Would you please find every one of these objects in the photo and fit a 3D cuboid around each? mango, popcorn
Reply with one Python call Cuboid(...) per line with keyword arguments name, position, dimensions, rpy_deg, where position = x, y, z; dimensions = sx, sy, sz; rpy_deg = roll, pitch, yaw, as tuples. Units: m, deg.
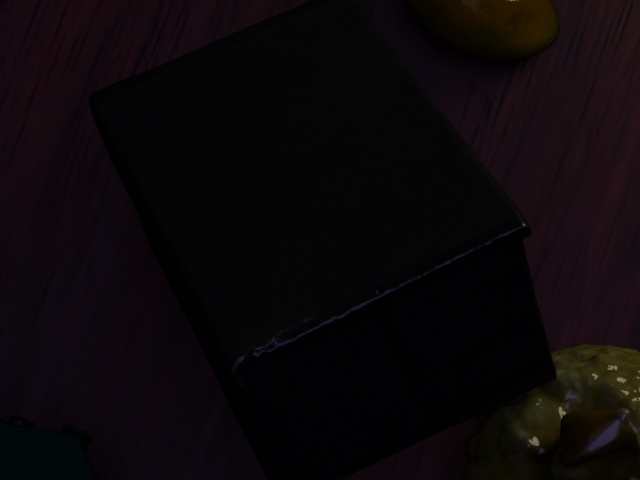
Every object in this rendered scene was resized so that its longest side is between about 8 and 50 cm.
Cuboid(name="mango", position=(0.140, -0.225, 1.661), dimensions=(0.111, 0.089, 0.163), rpy_deg=(-40, 91, -8))
Cuboid(name="popcorn", position=(0.245, 0.214, 1.512), dimensions=(0.224, 0.258, 0.270), rpy_deg=(-38, 126, -11))

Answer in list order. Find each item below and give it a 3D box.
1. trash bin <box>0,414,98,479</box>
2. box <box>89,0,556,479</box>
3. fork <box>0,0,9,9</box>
Cuboid(name="trash bin", position=(-0.257, 0.348, 1.413), dimensions=(0.295, 0.259, 0.381), rpy_deg=(-44, 50, 25))
Cuboid(name="box", position=(0.000, -0.001, 1.487), dimensions=(0.251, 0.204, 0.345), rpy_deg=(-25, 47, -6))
Cuboid(name="fork", position=(-0.346, -0.219, 1.695), dimensions=(0.115, 0.012, 0.016), rpy_deg=(-4, 76, 4))
